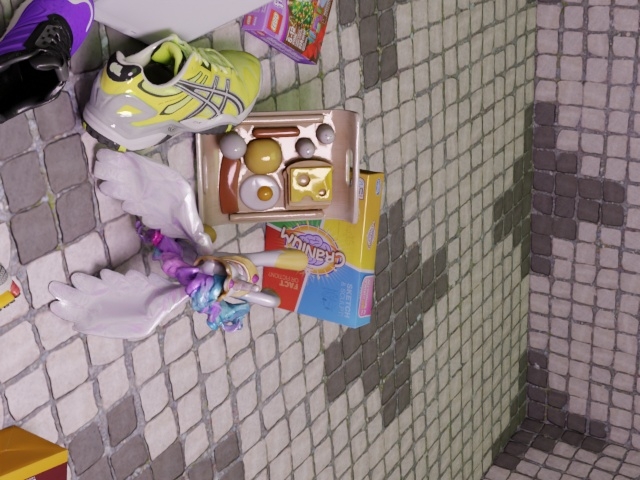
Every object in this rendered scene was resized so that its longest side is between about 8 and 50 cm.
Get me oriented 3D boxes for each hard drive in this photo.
[{"bbox_3d":[-0.186,-0.389,1.331,0.203,0.308,0.040,13,64,-57],"label":"hard drive"}]

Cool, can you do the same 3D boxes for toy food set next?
[{"bbox_3d":[-0.078,-0.128,1.635,0.092,0.306,0.219,-116,-156,-70],"label":"toy food set"}]

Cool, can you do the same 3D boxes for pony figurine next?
[{"bbox_3d":[-0.219,0.030,1.435,0.363,0.351,0.302,2,103,-76],"label":"pony figurine"}]

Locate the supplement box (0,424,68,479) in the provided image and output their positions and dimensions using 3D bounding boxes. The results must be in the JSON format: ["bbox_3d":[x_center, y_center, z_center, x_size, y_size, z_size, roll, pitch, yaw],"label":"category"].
[{"bbox_3d":[-0.491,0.409,1.285,0.191,0.129,0.194,-13,111,-55],"label":"supplement box"}]

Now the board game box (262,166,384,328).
[{"bbox_3d":[0.000,0.000,1.796,0.064,0.242,0.316,-14,112,-56],"label":"board game box"}]

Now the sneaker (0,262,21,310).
[{"bbox_3d":[-0.527,0.091,1.184,0.225,0.088,0.092,-40,112,-44],"label":"sneaker"}]

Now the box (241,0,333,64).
[{"bbox_3d":[-0.044,-0.521,1.724,0.201,0.057,0.293,16,87,-57],"label":"box"}]

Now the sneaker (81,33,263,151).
[{"bbox_3d":[-0.213,-0.261,1.434,0.385,0.145,0.147,-34,159,-49],"label":"sneaker"}]

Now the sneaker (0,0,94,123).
[{"bbox_3d":[-0.388,-0.250,1.204,0.293,0.146,0.102,-54,141,-32],"label":"sneaker"}]
